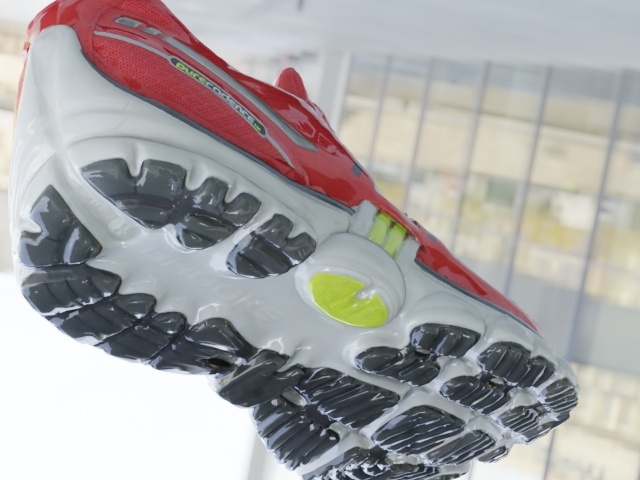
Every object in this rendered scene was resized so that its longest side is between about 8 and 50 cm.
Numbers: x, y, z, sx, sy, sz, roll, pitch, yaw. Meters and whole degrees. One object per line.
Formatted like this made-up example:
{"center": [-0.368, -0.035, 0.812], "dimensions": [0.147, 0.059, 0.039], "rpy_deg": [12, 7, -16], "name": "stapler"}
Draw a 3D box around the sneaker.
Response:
{"center": [0.000, 0.000, 0.689], "dimensions": [0.107, 0.118, 0.279], "rpy_deg": [-27, 141, 21], "name": "sneaker"}
